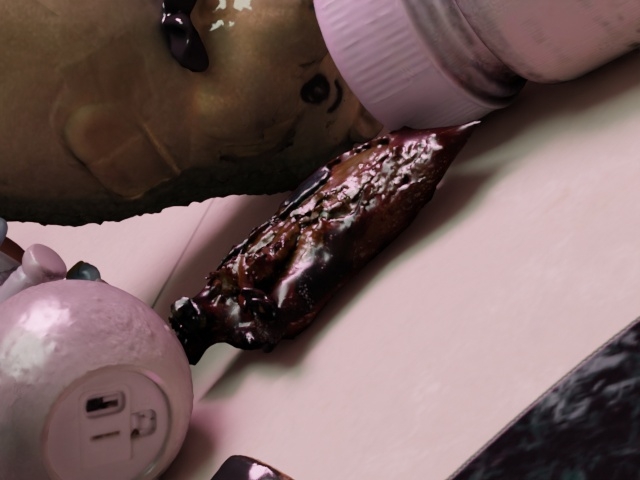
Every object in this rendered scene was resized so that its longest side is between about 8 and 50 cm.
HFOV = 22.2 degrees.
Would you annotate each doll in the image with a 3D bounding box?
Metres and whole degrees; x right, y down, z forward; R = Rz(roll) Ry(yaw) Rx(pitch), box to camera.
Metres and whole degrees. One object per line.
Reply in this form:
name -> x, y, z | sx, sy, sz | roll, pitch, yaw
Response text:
doll -> -0.192, 0.068, 1.038 | 0.151, 0.151, 0.287 | -45, 36, -11
doll -> -0.128, -0.122, 1.121 | 0.247, 0.349, 0.247 | -26, 61, 59

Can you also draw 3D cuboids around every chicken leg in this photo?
chicken leg -> 0.000, 0.000, 1.022 | 0.234, 0.063, 0.105 | -42, 27, -8

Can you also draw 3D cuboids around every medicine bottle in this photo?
medicine bottle -> 0.143, -0.181, 1.009 | 0.273, 0.165, 0.165 | -26, 26, 33

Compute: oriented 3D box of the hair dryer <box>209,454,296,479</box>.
hair dryer -> -0.107, 0.202, 0.798 | 0.189, 0.107, 0.352 | -50, 16, -19
